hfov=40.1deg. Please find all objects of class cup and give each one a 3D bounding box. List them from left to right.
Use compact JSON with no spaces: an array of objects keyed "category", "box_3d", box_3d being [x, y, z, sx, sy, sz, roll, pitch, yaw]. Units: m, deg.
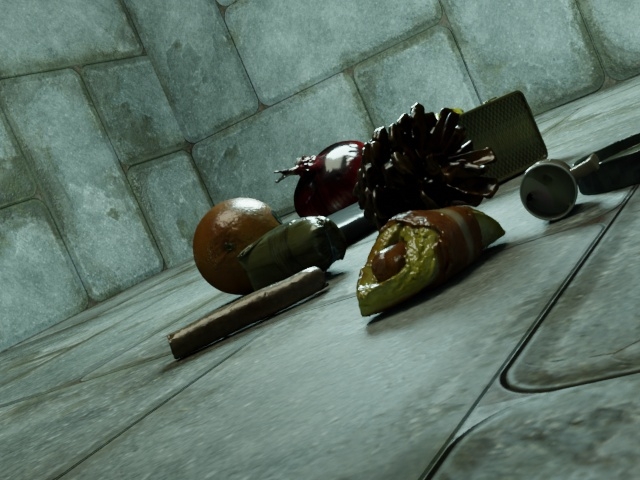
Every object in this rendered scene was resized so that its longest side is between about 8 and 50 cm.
[{"category":"cup","box_3d":[0.308,-0.082,1.149,0.102,0.074,0.099,-59,-8,17]}]

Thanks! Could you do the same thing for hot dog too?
[{"category":"hot dog","box_3d":[0.125,0.006,1.059,0.123,0.093,0.261,-18,7,42]}]

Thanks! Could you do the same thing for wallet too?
[{"category":"wallet","box_3d":[0.046,-0.032,1.975,0.228,0.062,0.406,-18,7,45]}]

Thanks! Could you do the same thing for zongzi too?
[{"category":"zongzi","box_3d":[0.000,0.000,1.585,0.221,0.112,0.242,-21,5,45]}]

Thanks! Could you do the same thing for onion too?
[{"category":"onion","box_3d":[0.021,-0.160,2.290,0.273,0.285,0.273,-46,23,26]}]

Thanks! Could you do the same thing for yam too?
[{"category":"yam","box_3d":[-0.108,0.106,1.335,0.264,0.046,0.046,-26,5,-10]}]

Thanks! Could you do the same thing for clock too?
[{"category":"clock","box_3d":[0.456,-0.124,1.214,0.215,0.042,0.215,-24,5,2]}]

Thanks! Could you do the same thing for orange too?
[{"category":"orange","box_3d":[-0.157,0.011,1.717,0.206,0.206,0.206,-23,5,2]}]

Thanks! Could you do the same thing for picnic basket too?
[{"category":"picnic basket","box_3d":[0.316,-0.188,1.810,0.266,0.165,0.139,-25,4,-25]}]

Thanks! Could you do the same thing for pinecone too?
[{"category":"pinecone","box_3d":[0.146,-0.080,1.224,0.201,0.202,0.229,-37,-10,16]}]

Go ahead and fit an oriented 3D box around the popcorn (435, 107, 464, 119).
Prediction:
[{"category":"popcorn","box_3d":[0.314,-0.219,2.104,0.155,0.198,0.197,-22,5,41]}]
